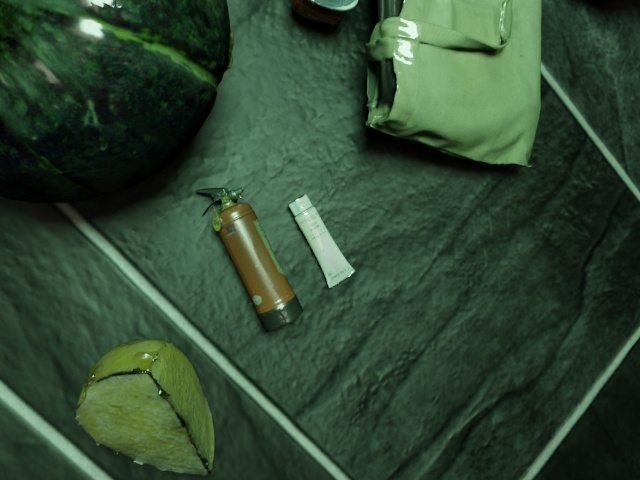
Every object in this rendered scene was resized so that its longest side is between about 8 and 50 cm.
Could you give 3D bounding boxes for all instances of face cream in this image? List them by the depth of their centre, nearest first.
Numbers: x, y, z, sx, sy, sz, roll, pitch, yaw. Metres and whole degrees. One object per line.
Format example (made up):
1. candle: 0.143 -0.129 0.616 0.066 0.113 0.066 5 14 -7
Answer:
1. face cream: 0.000 0.000 0.534 0.038 0.020 0.115 -31 99 -14

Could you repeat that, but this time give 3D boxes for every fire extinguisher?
1. fire extinguisher: -0.081 0.014 0.501 0.062 0.050 0.177 -25 94 25

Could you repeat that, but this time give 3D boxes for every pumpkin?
1. pumpkin: -0.235 -0.190 0.368 0.322 0.241 0.324 -1 102 -6

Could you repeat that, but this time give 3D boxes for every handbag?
1. handbag: 0.162 -0.253 0.528 0.252 0.109 0.316 0 93 -30

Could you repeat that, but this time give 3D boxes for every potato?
1. potato: -0.174 0.164 0.467 0.100 0.089 0.172 -14 124 5

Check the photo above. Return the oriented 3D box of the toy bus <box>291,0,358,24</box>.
1. toy bus: 0.010 -0.337 0.517 0.079 0.077 0.175 10 87 -19
